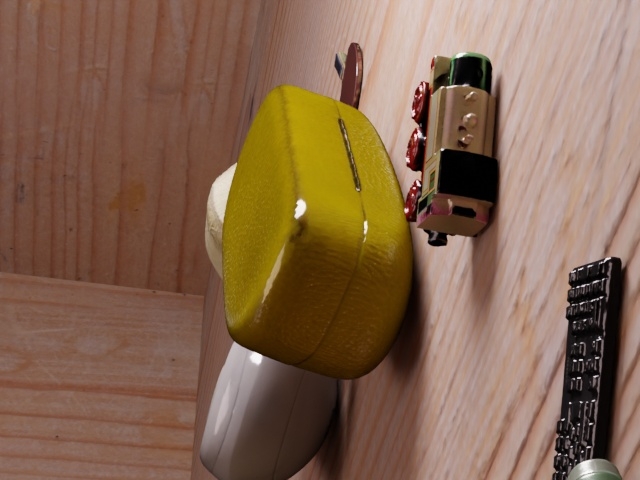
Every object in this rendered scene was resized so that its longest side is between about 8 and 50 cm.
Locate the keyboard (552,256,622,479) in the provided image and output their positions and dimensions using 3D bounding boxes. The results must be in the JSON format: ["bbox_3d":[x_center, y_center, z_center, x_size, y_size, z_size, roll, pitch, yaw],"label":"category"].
[{"bbox_3d":[0.126,0.111,0.789,0.061,0.013,0.204,143,133,-79],"label":"keyboard"}]

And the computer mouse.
[{"bbox_3d":[-0.040,0.160,1.668,0.297,0.121,0.184,-11,-64,-84],"label":"computer mouse"}]

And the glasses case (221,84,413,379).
[{"bbox_3d":[0.000,0.000,1.399,0.371,0.141,0.173,-100,32,-66],"label":"glasses case"}]

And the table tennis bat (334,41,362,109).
[{"bbox_3d":[0.032,-0.185,1.835,0.158,0.014,0.095,-106,22,-67],"label":"table tennis bat"}]

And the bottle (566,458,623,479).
[{"bbox_3d":[0.126,0.133,0.704,0.083,0.030,0.030,-91,11,-54],"label":"bottle"}]

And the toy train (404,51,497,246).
[{"bbox_3d":[0.092,-0.068,1.102,0.087,0.050,0.138,131,146,-70],"label":"toy train"}]

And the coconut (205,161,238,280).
[{"bbox_3d":[-0.040,-0.022,1.678,0.162,0.161,0.161,115,161,-52],"label":"coconut"}]
